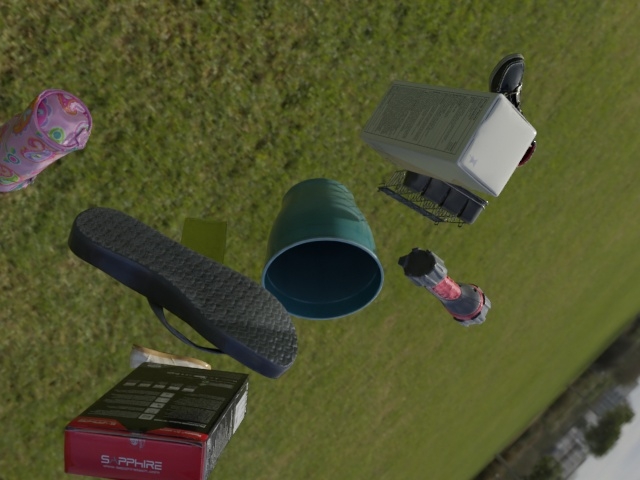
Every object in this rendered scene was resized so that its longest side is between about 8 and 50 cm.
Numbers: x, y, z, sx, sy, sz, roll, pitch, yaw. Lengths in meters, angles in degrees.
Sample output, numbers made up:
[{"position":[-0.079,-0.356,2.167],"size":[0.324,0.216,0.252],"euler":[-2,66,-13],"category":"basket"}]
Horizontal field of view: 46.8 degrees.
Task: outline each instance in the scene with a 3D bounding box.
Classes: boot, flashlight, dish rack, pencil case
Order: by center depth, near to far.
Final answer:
[{"position":[-0.541,-0.180,1.386],"size":[0.284,0.124,0.124],"euler":[-21,178,42],"category":"pencil case"},{"position":[0.302,0.111,1.741],"size":[0.103,0.103,0.304],"euler":[-38,141,11],"category":"flashlight"},{"position":[0.468,-0.309,1.775],"size":[0.085,0.179,0.236],"euler":[-13,146,-14],"category":"boot"},{"position":[0.255,-0.107,1.781],"size":[0.074,0.208,0.271],"euler":[-60,-169,-5],"category":"dish rack"}]

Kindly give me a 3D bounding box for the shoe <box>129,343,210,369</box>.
[{"position":[-0.387,0.318,1.901],"size":[0.219,0.076,0.058],"euler":[20,76,-28],"category":"shoe"}]

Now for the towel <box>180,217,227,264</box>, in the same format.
[{"position":[-0.263,0.036,1.628],"size":[0.102,0.237,0.021],"euler":[9,134,-9],"category":"towel"}]

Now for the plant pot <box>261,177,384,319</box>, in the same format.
[{"position":[0.000,0.000,1.719],"size":[0.271,0.255,0.272],"euler":[-2,136,-2],"category":"plant pot"}]

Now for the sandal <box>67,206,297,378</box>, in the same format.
[{"position":[-0.131,0.053,0.719],"size":[0.097,0.254,0.054],"euler":[-37,156,-60],"category":"sandal"}]

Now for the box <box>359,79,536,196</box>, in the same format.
[{"position":[0.226,-0.198,1.374],"size":[0.121,0.311,0.148],"euler":[34,88,-33],"category":"box"}]

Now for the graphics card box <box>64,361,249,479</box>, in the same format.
[{"position":[-0.277,0.321,1.341],"size":[0.371,0.232,0.094],"euler":[-56,151,-81],"category":"graphics card box"}]
